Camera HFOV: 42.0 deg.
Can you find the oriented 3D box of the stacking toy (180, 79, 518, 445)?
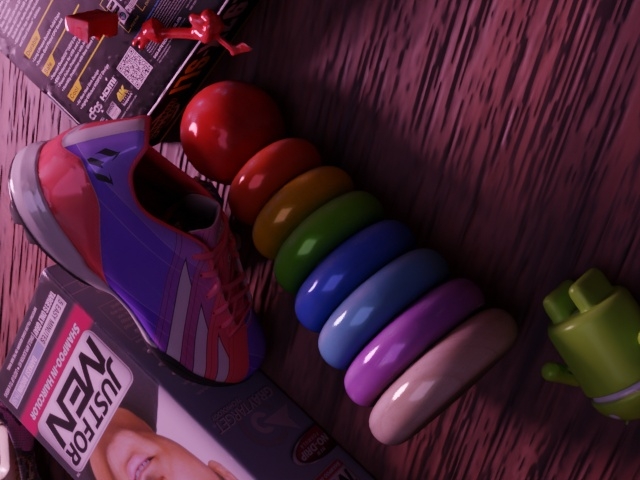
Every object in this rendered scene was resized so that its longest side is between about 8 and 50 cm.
[{"bbox_3d":[0.000,0.000,0.681,0.330,0.141,0.141,48,123,16],"label":"stacking toy"}]

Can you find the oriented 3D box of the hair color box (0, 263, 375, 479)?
[{"bbox_3d":[-0.142,0.197,0.829,0.374,0.114,0.185,41,121,13],"label":"hair color box"}]

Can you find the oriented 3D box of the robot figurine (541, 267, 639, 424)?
[{"bbox_3d":[0.212,0.079,0.606,0.101,0.067,0.115,-34,87,44],"label":"robot figurine"}]

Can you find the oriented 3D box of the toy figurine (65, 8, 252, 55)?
[{"bbox_3d":[-0.147,-0.275,0.513,0.191,0.217,0.362,22,120,15],"label":"toy figurine"}]

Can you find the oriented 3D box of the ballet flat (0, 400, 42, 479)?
[{"bbox_3d":[-0.383,0.287,1.023,0.077,0.079,0.221,8,109,28],"label":"ballet flat"}]

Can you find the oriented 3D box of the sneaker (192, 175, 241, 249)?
[{"bbox_3d":[-0.135,-0.043,0.736,0.084,0.069,0.185,-15,143,12],"label":"sneaker"}]

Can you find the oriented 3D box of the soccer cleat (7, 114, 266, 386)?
[{"bbox_3d":[-0.109,0.023,0.685,0.117,0.108,0.318,-19,137,17],"label":"soccer cleat"}]

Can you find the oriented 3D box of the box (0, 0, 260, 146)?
[{"bbox_3d":[-0.170,-0.264,0.701,0.257,0.079,0.322,45,123,3],"label":"box"}]
